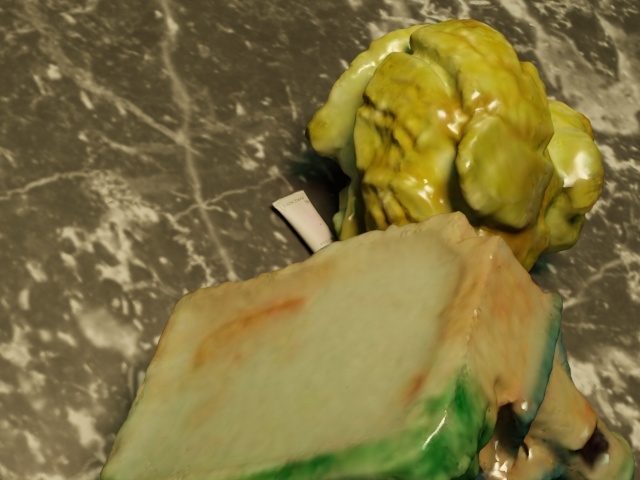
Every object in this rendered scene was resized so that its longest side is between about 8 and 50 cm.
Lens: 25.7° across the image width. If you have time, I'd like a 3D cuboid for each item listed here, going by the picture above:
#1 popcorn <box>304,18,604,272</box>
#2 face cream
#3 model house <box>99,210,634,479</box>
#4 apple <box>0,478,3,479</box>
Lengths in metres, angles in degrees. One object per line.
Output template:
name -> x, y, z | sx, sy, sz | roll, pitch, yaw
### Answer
popcorn -> 0.133, -0.063, 1.284 | 0.276, 0.276, 0.225 | -25, 32, -34
face cream -> 0.000, 0.000, 1.303 | 0.038, 0.020, 0.115 | -25, 66, -33
model house -> 0.055, 0.168, 1.038 | 0.280, 0.312, 0.245 | 52, 39, -32
apple -> -0.274, 0.232, 0.922 | 0.196, 0.196, 0.157 | -12, 35, -29
